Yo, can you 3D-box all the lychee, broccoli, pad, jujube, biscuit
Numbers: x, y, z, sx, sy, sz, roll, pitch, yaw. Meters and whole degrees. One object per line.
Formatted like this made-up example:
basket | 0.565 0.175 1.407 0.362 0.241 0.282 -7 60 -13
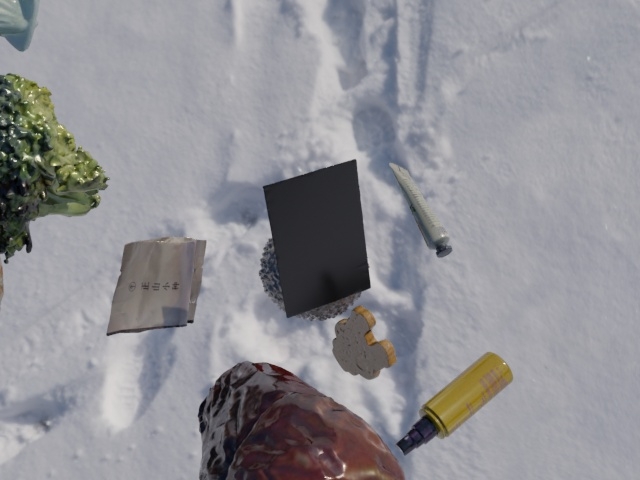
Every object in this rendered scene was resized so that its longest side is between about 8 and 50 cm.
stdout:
lychee | -0.025 0.079 1.853 0.300 0.300 0.300 -9 67 22
broccoli | -0.531 -0.112 1.269 0.293 0.281 0.348 -49 46 14
pad | 0.000 0.000 1.442 0.202 0.300 0.005 -19 28 -18
jujube | -0.040 0.254 0.795 0.216 0.216 0.342 -56 29 -3
biscuit | 0.085 0.226 1.521 0.040 0.236 0.144 -22 77 -24

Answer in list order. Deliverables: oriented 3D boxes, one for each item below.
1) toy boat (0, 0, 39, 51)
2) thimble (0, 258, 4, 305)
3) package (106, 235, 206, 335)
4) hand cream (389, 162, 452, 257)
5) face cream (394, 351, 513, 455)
toy boat | -0.550 -0.380 1.028 0.290 0.199 0.100 29 41 -5
thimble | -0.586 0.066 1.048 0.196 0.148 0.229 19 104 14
package | -0.350 0.095 1.535 0.062 0.251 0.204 16 99 32
hand cream | 0.213 -0.068 1.530 0.050 0.080 0.234 -38 60 26
face cream | 0.257 0.328 1.408 0.273 0.078 0.078 -35 56 -18
